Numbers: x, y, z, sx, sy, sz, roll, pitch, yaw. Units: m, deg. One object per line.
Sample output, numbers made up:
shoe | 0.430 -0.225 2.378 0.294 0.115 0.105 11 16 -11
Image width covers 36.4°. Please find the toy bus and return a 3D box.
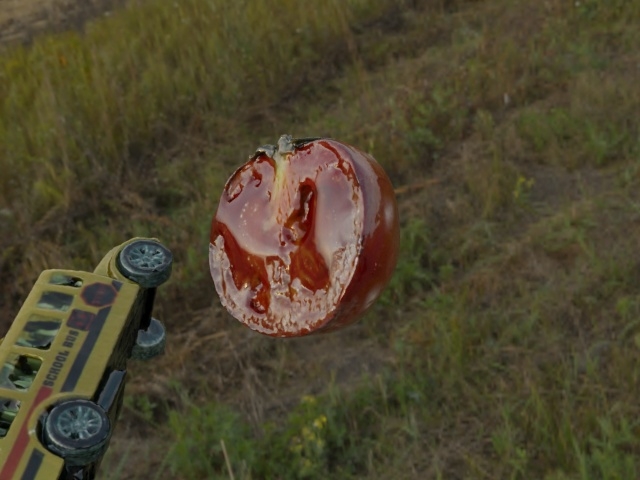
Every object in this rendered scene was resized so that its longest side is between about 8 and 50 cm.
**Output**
toy bus | -0.219 0.130 0.821 0.123 0.121 0.335 14 40 -1

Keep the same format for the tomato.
tomato | 0.000 0.000 0.681 0.159 0.138 0.091 -10 -13 42
